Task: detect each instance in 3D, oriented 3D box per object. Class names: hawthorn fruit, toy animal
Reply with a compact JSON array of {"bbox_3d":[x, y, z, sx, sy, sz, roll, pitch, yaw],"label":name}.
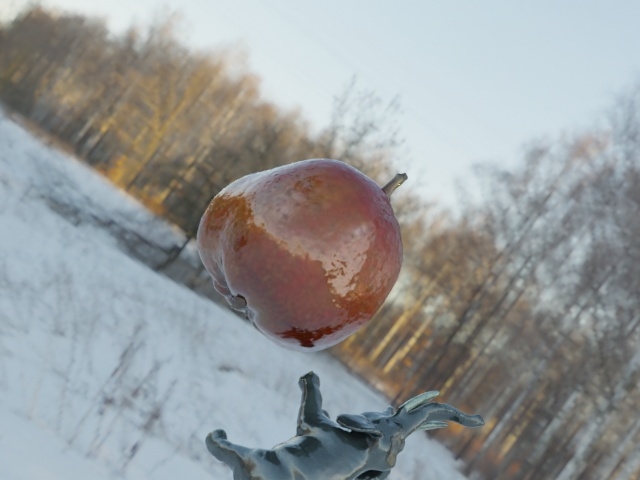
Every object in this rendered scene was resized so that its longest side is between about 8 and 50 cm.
[{"bbox_3d":[0.000,0.000,1.157,0.196,0.226,0.196,52,-8,11],"label":"hawthorn fruit"},{"bbox_3d":[0.014,0.198,1.156,0.137,0.270,0.082,-128,-161,-52],"label":"toy animal"}]
